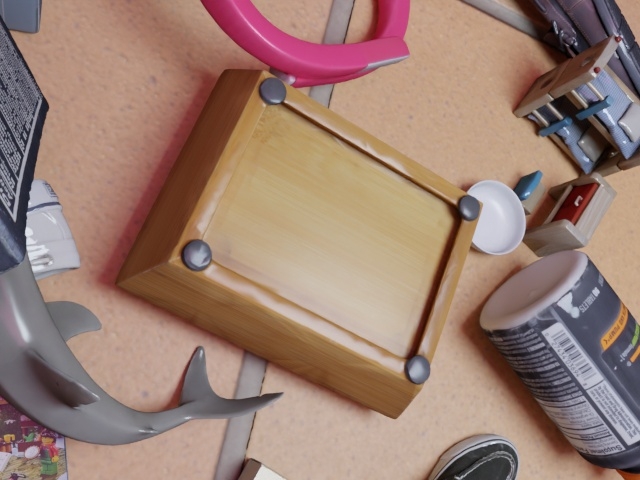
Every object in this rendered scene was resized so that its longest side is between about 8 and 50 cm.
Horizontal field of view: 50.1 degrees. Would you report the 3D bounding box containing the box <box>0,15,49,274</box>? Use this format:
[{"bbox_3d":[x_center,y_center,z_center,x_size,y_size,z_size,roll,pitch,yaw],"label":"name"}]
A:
[{"bbox_3d":[-0.297,-0.131,0.351,0.182,0.294,0.296,-25,119,-8],"label":"box"}]

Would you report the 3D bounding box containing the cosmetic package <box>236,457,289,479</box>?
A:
[{"bbox_3d":[-0.026,0.248,0.603,0.115,0.041,0.060,35,69,-13],"label":"cosmetic package"}]

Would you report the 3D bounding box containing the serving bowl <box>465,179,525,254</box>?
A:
[{"bbox_3d":[0.183,-0.023,0.751,0.083,0.027,0.083,4,78,-21],"label":"serving bowl"}]

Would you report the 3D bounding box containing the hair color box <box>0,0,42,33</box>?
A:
[{"bbox_3d":[-0.405,-0.297,0.515,0.374,0.113,0.185,4,78,-21],"label":"hair color box"}]

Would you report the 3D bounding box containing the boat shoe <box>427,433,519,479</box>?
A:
[{"bbox_3d":[0.123,0.267,0.645,0.219,0.070,0.078,-35,94,-24],"label":"boat shoe"}]

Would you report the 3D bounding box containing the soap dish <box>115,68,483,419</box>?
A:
[{"bbox_3d":[0.000,0.000,0.621,0.290,0.118,0.229,29,70,-16],"label":"soap dish"}]

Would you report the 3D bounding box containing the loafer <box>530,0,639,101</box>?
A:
[{"bbox_3d":[0.296,-0.287,0.831,0.303,0.095,0.109,57,35,-8],"label":"loafer"}]

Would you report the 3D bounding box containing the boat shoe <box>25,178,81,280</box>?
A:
[{"bbox_3d":[-0.311,0.043,0.502,0.267,0.096,0.088,-27,90,-31],"label":"boat shoe"}]

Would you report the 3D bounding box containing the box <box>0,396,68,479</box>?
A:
[{"bbox_3d":[-0.310,0.168,0.499,0.233,0.044,0.159,-5,82,-23],"label":"box"}]

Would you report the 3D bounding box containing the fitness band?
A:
[{"bbox_3d":[-0.008,-0.256,0.656,0.291,0.054,0.209,-22,94,-45],"label":"fitness band"}]

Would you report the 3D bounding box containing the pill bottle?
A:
[{"bbox_3d":[0.286,0.141,0.706,0.130,0.130,0.246,-42,97,-24],"label":"pill bottle"}]

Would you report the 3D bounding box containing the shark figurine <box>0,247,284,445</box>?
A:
[{"bbox_3d":[-0.161,0.104,0.491,0.278,0.116,0.166,44,59,-33],"label":"shark figurine"}]

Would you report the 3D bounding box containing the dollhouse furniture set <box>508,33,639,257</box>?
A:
[{"bbox_3d":[0.282,-0.100,0.751,0.129,0.129,0.184,42,67,-10],"label":"dollhouse furniture set"}]
